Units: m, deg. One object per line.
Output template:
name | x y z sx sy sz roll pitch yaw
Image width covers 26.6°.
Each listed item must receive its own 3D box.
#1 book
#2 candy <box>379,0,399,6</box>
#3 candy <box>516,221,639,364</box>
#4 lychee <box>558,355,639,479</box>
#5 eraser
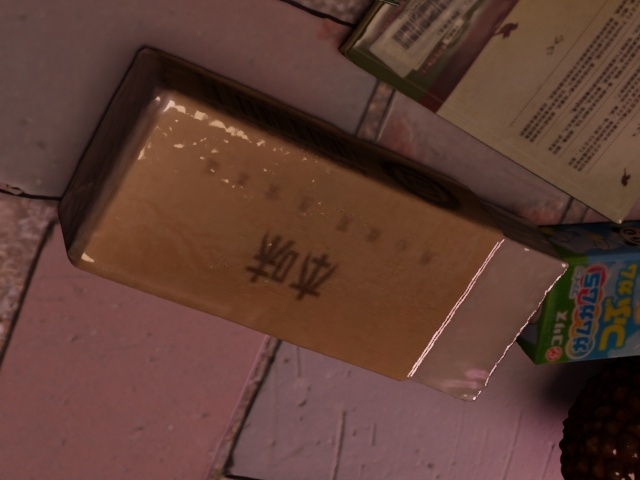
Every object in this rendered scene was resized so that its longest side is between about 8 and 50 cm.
book | 0.178 -0.145 0.968 0.289 0.026 0.201 28 106 -30
candy | 0.012 -0.165 0.891 0.083 0.025 0.023 16 153 -13
candy | 0.253 0.039 1.078 0.195 0.062 0.097 -4 120 -17
lychee | 0.282 0.175 1.105 0.188 0.188 0.188 -9 121 -15
eraser | 0.000 0.000 0.950 0.343 0.078 0.144 21 111 -26
